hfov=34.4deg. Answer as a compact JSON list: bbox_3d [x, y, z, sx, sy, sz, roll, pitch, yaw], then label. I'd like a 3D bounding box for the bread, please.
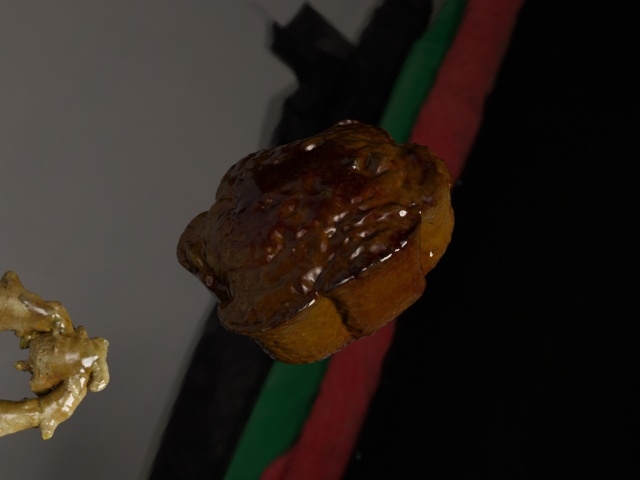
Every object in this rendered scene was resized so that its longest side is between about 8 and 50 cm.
[{"bbox_3d":[0.000,-0.010,0.944,0.246,0.135,0.232,-34,-134,-8],"label":"bread"}]

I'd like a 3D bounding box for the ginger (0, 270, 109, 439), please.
[{"bbox_3d":[-0.284,0.090,0.978,0.052,0.176,0.193,114,-20,-74],"label":"ginger"}]
